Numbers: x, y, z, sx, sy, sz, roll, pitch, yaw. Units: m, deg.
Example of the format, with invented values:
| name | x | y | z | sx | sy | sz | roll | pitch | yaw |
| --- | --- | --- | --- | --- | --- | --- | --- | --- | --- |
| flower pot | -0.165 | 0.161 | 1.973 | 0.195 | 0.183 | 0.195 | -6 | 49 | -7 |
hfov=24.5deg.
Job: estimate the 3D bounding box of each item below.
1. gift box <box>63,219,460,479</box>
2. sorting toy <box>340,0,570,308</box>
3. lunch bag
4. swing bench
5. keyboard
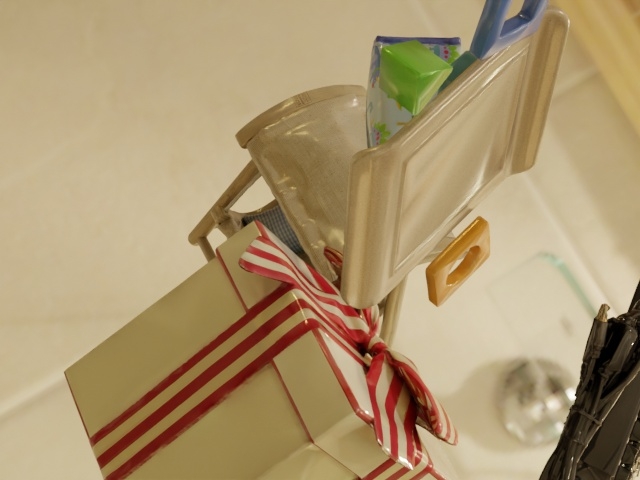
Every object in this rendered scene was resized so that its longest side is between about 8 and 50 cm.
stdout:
| name | x | y | z | sx | sy | sz | roll | pitch | yaw |
| --- | --- | --- | --- | --- | --- | --- | --- | --- | --- |
| gift box | -0.040 | 0.156 | 1.264 | 0.255 | 0.258 | 0.276 | 58 | 8 | 34 |
| sorting toy | 0.083 | -0.061 | 1.027 | 0.047 | 0.196 | 0.348 | 40 | -28 | 23 |
| lunch bag | 0.085 | -0.092 | 1.315 | 0.151 | 0.096 | 0.129 | 101 | -9 | -66 |
| swing bench | 0.000 | 0.000 | 1.672 | 0.253 | 0.165 | 0.255 | 60 | -39 | 30 |
| keyboard | 0.148 | 0.134 | 0.791 | 0.033 | 0.317 | 0.201 | 19 | -4 | 24 |
